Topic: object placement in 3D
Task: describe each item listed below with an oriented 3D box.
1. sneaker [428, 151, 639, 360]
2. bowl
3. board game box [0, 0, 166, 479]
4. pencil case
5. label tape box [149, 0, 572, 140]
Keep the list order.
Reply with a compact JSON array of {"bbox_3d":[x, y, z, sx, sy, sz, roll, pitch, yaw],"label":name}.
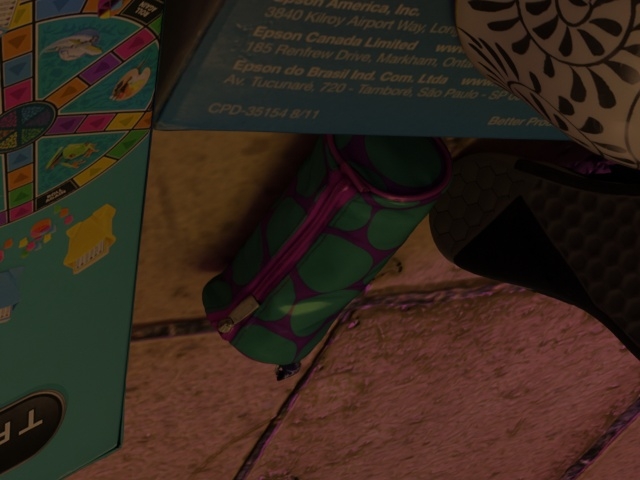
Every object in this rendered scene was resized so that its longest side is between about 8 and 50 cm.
[{"bbox_3d":[0.186,0.017,0.790,0.163,0.226,0.086,11,103,-46],"label":"sneaker"},{"bbox_3d":[0.134,-0.070,0.492,0.170,0.080,0.170,-18,151,-10],"label":"bowl"},{"bbox_3d":[-0.165,-0.016,0.441,0.254,0.079,0.336,-28,145,-36],"label":"board game box"},{"bbox_3d":[0.000,0.000,0.761,0.070,0.064,0.151,-30,163,-44],"label":"pencil case"},{"bbox_3d":[0.099,-0.172,0.488,0.241,0.106,0.333,-1,145,-34],"label":"label tape box"}]
